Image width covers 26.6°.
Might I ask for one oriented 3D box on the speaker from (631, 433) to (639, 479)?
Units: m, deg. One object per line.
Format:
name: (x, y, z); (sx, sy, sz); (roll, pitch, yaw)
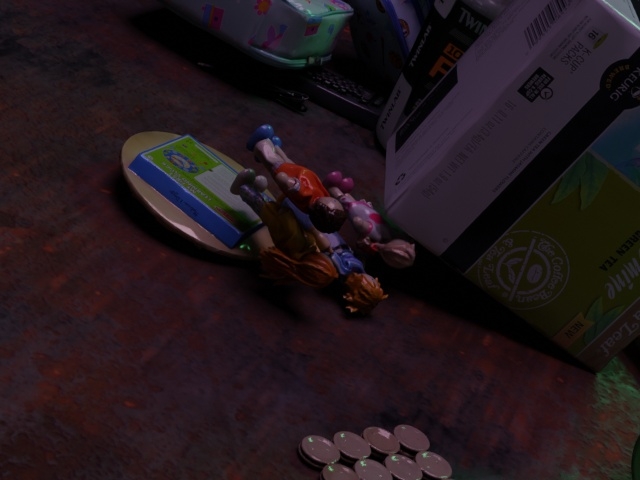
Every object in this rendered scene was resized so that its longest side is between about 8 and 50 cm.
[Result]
speaker: (0.451, 0.223, 1.373); (0.297, 0.131, 0.131); (2, 34, -39)

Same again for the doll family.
doll family: (0.000, 0.000, 1.426); (0.163, 0.118, 0.263); (50, 13, 30)

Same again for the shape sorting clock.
shape sorting clock: (-0.126, -0.048, 1.471); (0.206, 0.040, 0.206); (30, 23, -14)

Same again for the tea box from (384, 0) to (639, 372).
tea box: (0.295, -0.094, 1.518); (0.324, 0.329, 0.220); (35, 24, -14)

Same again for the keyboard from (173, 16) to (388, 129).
keyboard: (-0.059, -0.242, 1.898); (0.317, 0.033, 0.201); (26, 27, 4)

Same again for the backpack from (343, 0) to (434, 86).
backpack: (0.148, -0.356, 1.989); (0.213, 0.263, 0.276); (-20, 23, -22)

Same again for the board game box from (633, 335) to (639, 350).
board game box: (0.460, 0.125, 1.579); (0.147, 0.045, 0.193); (-15, 36, -7)

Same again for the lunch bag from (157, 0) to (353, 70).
lunch bag: (-0.099, -0.334, 1.880); (0.279, 0.107, 0.224); (32, 17, 12)

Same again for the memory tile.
memory tile: (0.059, 0.207, 1.195); (0.148, 0.012, 0.113); (0, 36, -40)

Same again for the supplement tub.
supplement tub: (0.217, -0.236, 1.802); (0.194, 0.316, 0.193); (19, 27, -10)
